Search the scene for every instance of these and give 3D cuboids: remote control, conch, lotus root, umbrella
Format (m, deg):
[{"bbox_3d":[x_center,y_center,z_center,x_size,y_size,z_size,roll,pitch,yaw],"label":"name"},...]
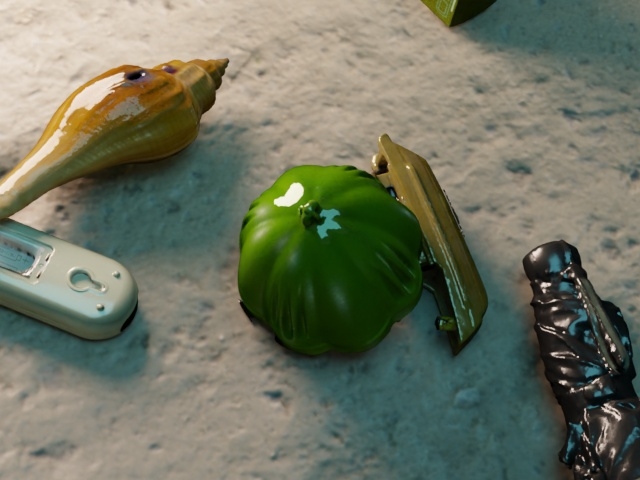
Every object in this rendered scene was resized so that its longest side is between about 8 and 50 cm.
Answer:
[{"bbox_3d":[-0.272,0.024,1.596,0.221,0.042,0.078,21,57,2],"label":"remote control"},{"bbox_3d":[-0.208,-0.105,1.639,0.330,0.093,0.109,-30,61,-36],"label":"conch"},{"bbox_3d":[0.000,0.000,1.561,0.186,0.186,0.186,5,60,-9],"label":"lotus root"},{"bbox_3d":[0.258,0.154,1.593,0.113,0.106,0.358,-8,62,-12],"label":"umbrella"}]

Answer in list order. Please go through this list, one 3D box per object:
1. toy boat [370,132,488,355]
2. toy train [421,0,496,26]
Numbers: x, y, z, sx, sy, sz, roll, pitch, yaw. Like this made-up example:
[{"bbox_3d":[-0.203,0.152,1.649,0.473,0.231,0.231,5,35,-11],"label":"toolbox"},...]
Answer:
[{"bbox_3d":[0.091,0.005,1.670,0.088,0.068,0.226,-16,68,-14],"label":"toy boat"},{"bbox_3d":[0.105,-0.341,1.830,0.090,0.137,0.225,-31,66,-27],"label":"toy train"}]
